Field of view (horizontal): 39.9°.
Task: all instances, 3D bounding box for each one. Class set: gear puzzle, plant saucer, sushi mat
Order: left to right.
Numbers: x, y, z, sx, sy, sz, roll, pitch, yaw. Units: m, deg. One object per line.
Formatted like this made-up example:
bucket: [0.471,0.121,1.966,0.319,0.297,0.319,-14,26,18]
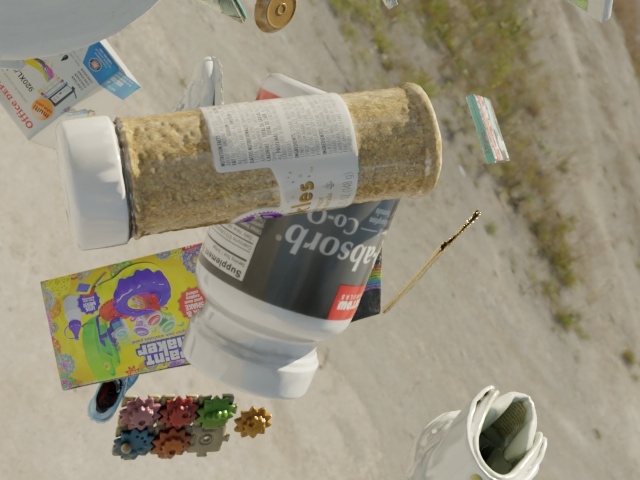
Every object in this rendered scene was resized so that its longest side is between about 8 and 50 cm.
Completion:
gear puzzle: [-0.259,0.399,1.851,0.339,0.175,0.044,4,28,-25]
plant saucer: [-0.061,-0.341,1.295,0.015,0.083,0.083,34,12,33]
sushi mat: [0.238,0.051,1.932,0.019,0.316,0.151,45,55,8]

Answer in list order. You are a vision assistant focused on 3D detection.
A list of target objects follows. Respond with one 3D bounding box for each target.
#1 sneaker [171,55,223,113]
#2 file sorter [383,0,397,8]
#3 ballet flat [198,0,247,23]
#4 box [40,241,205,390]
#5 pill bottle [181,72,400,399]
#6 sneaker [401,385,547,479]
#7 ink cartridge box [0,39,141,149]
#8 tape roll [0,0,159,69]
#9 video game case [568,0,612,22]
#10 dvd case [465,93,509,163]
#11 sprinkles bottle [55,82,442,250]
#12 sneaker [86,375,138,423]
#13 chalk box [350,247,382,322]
sneaker: [-0.191,-0.181,1.334,0.090,0.095,0.235,93,-4,-63]
file sorter: [0.133,-0.575,1.584,0.192,0.173,0.277,57,11,-28]
ballet flat: [-0.219,-0.517,1.736,0.077,0.079,0.221,58,-7,51]
box: [-0.239,0.114,1.432,0.279,0.290,0.176,-1,79,-77]
pill bottle: [-0.031,-0.004,1.094,0.210,0.362,0.210,20,10,-4]
sneaker: [0.163,0.210,0.878,0.108,0.169,0.292,44,22,7]
ink cartridge box: [-0.523,-0.322,1.784,0.171,0.233,0.168,52,1,3]
tape roll: [-0.205,-0.256,0.546,0.286,0.286,0.100,48,0,-25]
video game case: [0.353,-0.445,1.313,0.212,0.023,0.193,45,-12,28]
dvd case: [0.212,-0.139,1.112,0.119,0.013,0.087,-18,90,-68]
sprinkles bottle: [-0.066,-0.076,0.850,0.356,0.121,0.121,-10,68,-16]
sneaker: [-0.371,0.257,1.620,0.063,0.073,0.162,25,62,-9]
chalk box: [0.000,0.000,1.650,0.179,0.180,0.288,45,-37,51]
